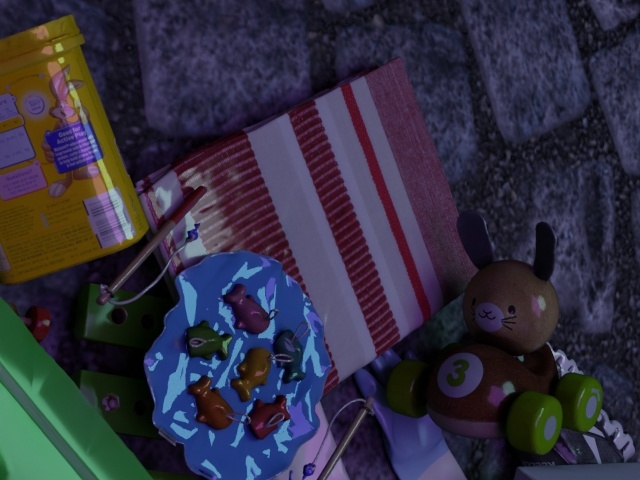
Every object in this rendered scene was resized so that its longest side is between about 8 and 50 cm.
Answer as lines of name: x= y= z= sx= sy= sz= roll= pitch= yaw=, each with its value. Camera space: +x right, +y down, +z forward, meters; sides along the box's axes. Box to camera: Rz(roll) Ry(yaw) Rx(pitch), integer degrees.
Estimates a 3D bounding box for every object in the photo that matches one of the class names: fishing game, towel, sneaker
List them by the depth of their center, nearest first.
fishing game: x=-0.056 y=0.098 z=0.931 sx=0.189 sy=0.041 sz=0.264 roll=-50 pitch=117 yaw=-36
towel: x=0.000 y=0.000 z=1.041 sx=0.329 sy=0.037 sz=0.237 roll=-31 pitch=105 yaw=-39
sneaker: x=0.226 y=0.181 z=1.188 sx=0.234 sy=0.078 sz=0.106 roll=48 pitch=61 yaw=-26

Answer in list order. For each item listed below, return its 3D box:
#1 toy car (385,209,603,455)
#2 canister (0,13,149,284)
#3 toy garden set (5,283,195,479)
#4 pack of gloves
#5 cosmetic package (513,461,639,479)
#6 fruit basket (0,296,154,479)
toy car: x=0.159 y=0.072 z=1.060 sx=0.149 sy=0.155 sz=0.188 roll=-11 pitch=108 yaw=-50
canister: x=-0.210 y=-0.064 z=0.876 sx=0.126 sy=0.073 sz=0.170 roll=-17 pitch=104 yaw=7
toy garden set: x=-0.193 y=0.155 z=0.903 sx=0.204 sy=0.049 sz=0.244 roll=15 pitch=72 yaw=-34
pack of gloves: x=0.062 y=0.224 z=1.092 sx=0.195 sy=0.046 sz=0.232 roll=-33 pitch=106 yaw=-31
cosmetic package: x=0.279 y=0.340 z=1.145 sx=0.224 sy=0.138 sz=0.225 roll=6 pitch=105 yaw=-35
fruit basket: x=-0.271 y=0.154 z=0.730 sx=0.392 sy=0.392 sz=0.283 roll=-45 pitch=112 yaw=-28
